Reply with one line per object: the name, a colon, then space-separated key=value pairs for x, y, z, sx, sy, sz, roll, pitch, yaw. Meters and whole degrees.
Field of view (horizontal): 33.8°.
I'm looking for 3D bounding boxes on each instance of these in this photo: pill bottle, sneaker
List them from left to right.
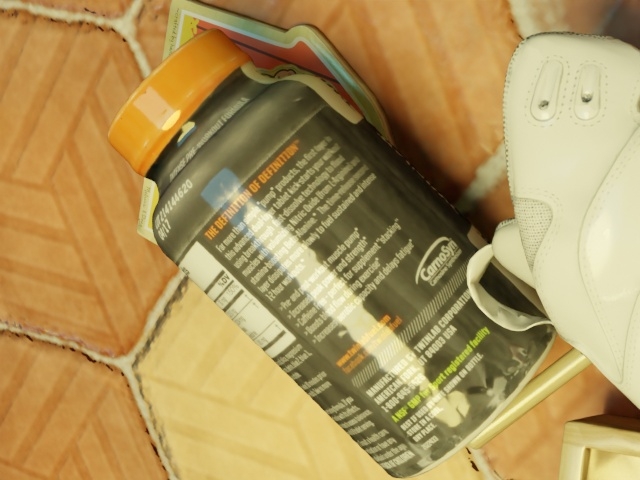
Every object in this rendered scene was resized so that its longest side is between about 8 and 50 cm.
pill bottle: x=0.000 y=0.000 z=0.570 sx=0.246 sy=0.130 sz=0.130 roll=45 pitch=123 yaw=-1
sneaker: x=0.206 y=-0.074 z=0.431 sx=0.210 sy=0.137 sz=0.365 roll=32 pitch=105 yaw=27

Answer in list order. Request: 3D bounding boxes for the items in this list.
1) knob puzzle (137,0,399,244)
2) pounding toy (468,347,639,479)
knob puzzle: x=-0.032 y=-0.041 z=0.659 sx=0.213 sy=0.030 sz=0.213 roll=10 pitch=111 yaw=27
pounding toy: x=0.175 y=0.123 z=0.560 sx=0.181 sy=0.094 sz=0.206 roll=6 pitch=87 yaw=29
